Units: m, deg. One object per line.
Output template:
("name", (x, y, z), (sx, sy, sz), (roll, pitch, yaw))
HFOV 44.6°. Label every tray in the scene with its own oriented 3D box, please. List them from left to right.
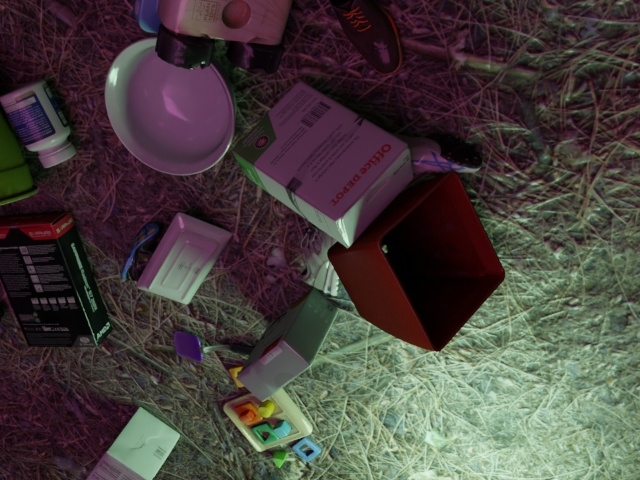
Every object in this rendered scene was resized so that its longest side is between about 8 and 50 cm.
("tray", (-0.337, 0.056, 1.910), (0.145, 0.030, 0.270), (21, 125, -22))

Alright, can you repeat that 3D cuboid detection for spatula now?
("spatula", (-0.254, 0.282, 2.034), (0.297, 0.030, 0.084), (2, 116, 18))

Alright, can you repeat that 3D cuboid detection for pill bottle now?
("pill bottle", (-0.650, -0.270, 1.816), (0.112, 0.112, 0.186), (-14, 112, 24))

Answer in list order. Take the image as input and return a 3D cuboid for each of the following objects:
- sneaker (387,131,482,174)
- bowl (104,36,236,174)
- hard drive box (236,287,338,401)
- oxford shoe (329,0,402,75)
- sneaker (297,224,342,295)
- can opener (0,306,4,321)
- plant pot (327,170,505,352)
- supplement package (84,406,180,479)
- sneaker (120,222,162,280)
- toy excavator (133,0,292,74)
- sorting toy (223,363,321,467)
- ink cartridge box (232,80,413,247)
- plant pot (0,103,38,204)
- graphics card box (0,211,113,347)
("sneaker", (0.214, -0.171, 1.612), (0.237, 0.085, 0.086), (10, 136, 12))
("bowl", (-0.297, -0.300, 1.672), (0.298, 0.134, 0.297), (8, 119, 15))
("hard drive box", (-0.074, 0.242, 1.835), (0.089, 0.232, 0.181), (44, 121, -8))
("oxford shoe", (0.068, -0.431, 1.501), (0.097, 0.098, 0.271), (-25, 107, 28))
("sneaker", (0.000, 0.000, 1.754), (0.115, 0.105, 0.281), (12, 121, 12))
("can opener", (-0.970, 0.203, 2.212), (0.186, 0.073, 0.059), (3, 127, 27))
("plant pot", (0.178, 0.045, 1.627), (0.236, 0.267, 0.267), (-6, 119, 53))
("supplement package", (-0.538, 0.628, 2.218), (0.149, 0.194, 0.203), (36, 123, -2))
("sneaker", (-0.435, 0.030, 1.947), (0.078, 0.067, 0.188), (21, 123, -19))
("toy excavator", (-0.299, -0.525, 1.518), (0.433, 0.445, 0.222), (-1, 126, -29))
("sorting toy", (-0.148, 0.484, 2.100), (0.196, 0.047, 0.347), (-29, 105, 29))
("ink cartridge box", (0.007, -0.152, 1.538), (0.289, 0.211, 0.121), (36, 165, 28))
("plant pot", (-0.876, -0.251, 1.790), (0.367, 0.366, 0.352), (-4, 104, 20))
("graphics card box", (-0.715, 0.107, 2.054), (0.233, 0.094, 0.370), (-4, 115, 19))
